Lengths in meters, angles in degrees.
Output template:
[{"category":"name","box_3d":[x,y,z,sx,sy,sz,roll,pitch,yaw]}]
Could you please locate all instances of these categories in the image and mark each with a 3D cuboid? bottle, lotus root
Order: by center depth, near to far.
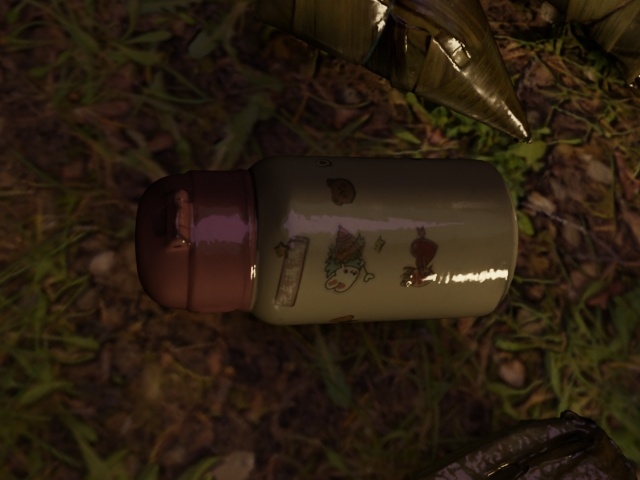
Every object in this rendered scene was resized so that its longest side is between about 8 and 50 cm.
[{"category":"lotus root","box_3d":[0.133,0.180,0.443,0.144,0.070,0.143,-35,75,-19]},{"category":"bottle","box_3d":[0.000,0.000,0.459,0.233,0.110,0.110,-1,70,-13]}]

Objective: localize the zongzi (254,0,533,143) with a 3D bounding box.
[{"category":"zongzi","box_3d":[0.093,-0.217,0.570,0.242,0.112,0.221,25,64,-12]}]

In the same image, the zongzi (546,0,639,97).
[{"category":"zongzi","box_3d":[0.249,-0.313,0.594,0.317,0.154,0.290,26,61,-19]}]
